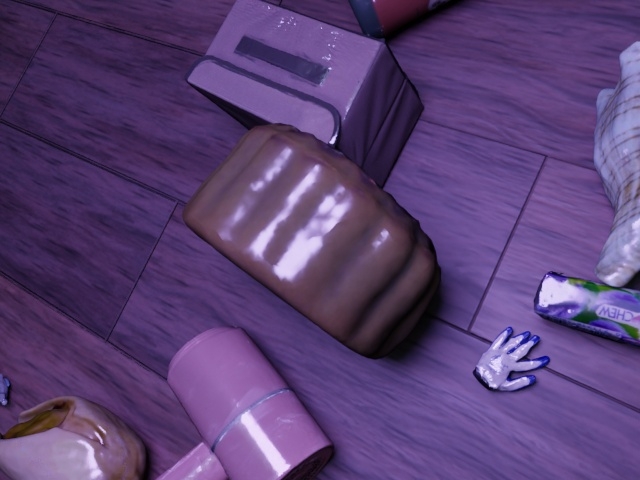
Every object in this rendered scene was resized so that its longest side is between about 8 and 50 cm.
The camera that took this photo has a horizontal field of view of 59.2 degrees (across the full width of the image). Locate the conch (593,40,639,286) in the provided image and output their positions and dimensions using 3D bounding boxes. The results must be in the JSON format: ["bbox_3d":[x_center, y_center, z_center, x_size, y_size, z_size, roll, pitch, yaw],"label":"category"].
[{"bbox_3d":[0.381,-0.139,0.601,0.386,0.203,0.169,-42,107,-6],"label":"conch"}]

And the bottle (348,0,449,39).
[{"bbox_3d":[0.189,-0.412,0.777,0.336,0.144,0.143,-23,68,11],"label":"bottle"}]

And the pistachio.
[{"bbox_3d":[-0.344,0.297,0.778,0.238,0.138,0.153,18,110,18],"label":"pistachio"}]

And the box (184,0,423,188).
[{"bbox_3d":[-0.014,-0.200,0.770,0.252,0.188,0.153,29,89,28],"label":"box"}]

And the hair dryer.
[{"bbox_3d":[-0.183,0.281,0.682,0.352,0.125,0.210,-36,63,-13],"label":"hair dryer"}]

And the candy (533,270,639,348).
[{"bbox_3d":[0.383,0.095,0.576,0.313,0.088,0.061,15,86,24],"label":"candy"}]

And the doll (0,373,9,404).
[{"bbox_3d":[-0.539,0.241,0.926,0.114,0.039,0.057,28,59,34],"label":"doll"}]

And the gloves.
[{"bbox_3d":[0.225,0.143,0.661,0.086,0.026,0.064,-46,66,-1],"label":"gloves"}]

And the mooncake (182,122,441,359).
[{"bbox_3d":[0.000,0.000,0.646,0.290,0.290,0.161,36,86,26],"label":"mooncake"}]
